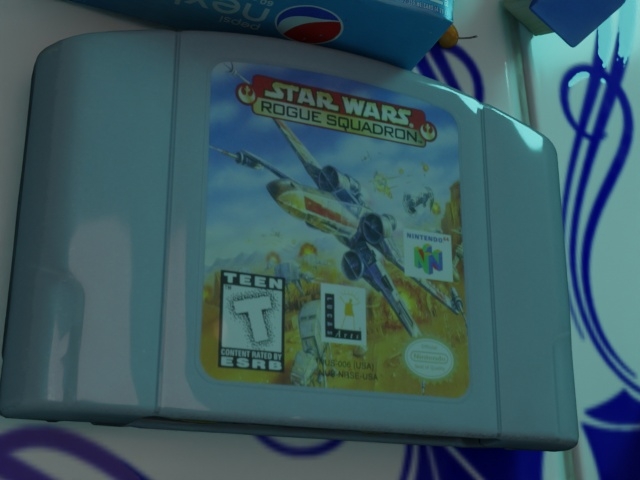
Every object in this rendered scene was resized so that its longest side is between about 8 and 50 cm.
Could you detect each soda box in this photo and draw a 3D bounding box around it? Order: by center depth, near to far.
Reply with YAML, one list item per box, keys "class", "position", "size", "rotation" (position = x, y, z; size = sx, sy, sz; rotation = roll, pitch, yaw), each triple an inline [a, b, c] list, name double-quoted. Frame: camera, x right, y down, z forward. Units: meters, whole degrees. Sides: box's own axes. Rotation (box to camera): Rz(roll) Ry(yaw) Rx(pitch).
- class: "soda box"
  position: [-0.040, -0.147, 0.499]
  size: [0.210, 0.071, 0.067]
  rotation: [12, 68, -16]

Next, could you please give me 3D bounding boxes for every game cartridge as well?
- class: "game cartridge"
  position: [0.000, 0.000, 0.495]
  size: [0.297, 0.062, 0.198]
  rotation: [8, 74, -24]

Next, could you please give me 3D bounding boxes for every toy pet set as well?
- class: "toy pet set"
  position: [0.122, -0.166, 0.589]
  size: [0.114, 0.065, 0.122]
  rotation: [34, 75, -27]
